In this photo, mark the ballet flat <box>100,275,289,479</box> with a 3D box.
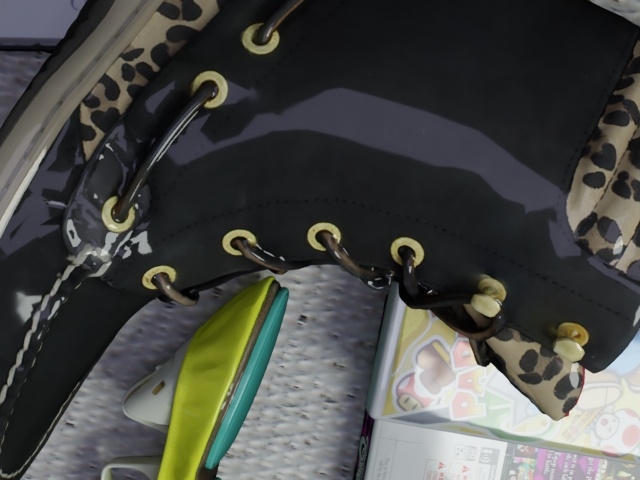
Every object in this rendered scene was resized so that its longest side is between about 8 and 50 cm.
[{"bbox_3d":[-0.084,0.124,0.613,0.077,0.077,0.231,17,100,6],"label":"ballet flat"}]

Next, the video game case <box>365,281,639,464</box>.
[{"bbox_3d":[0.148,0.007,0.594,0.206,0.026,0.227,11,97,-7],"label":"video game case"}]

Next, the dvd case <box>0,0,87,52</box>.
[{"bbox_3d":[-0.211,-0.193,0.570,0.253,0.022,0.180,0,99,-5],"label":"dvd case"}]

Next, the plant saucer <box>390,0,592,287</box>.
[{"bbox_3d":[0.082,-0.064,0.612,0.199,0.037,0.200,-1,99,-5],"label":"plant saucer"}]

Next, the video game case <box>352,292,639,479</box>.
[{"bbox_3d":[0.124,0.159,0.651,0.210,0.042,0.232,8,98,-6],"label":"video game case"}]

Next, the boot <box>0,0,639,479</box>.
[{"bbox_3d":[0.000,0.000,0.508,0.284,0.138,0.377,29,87,4],"label":"boot"}]
